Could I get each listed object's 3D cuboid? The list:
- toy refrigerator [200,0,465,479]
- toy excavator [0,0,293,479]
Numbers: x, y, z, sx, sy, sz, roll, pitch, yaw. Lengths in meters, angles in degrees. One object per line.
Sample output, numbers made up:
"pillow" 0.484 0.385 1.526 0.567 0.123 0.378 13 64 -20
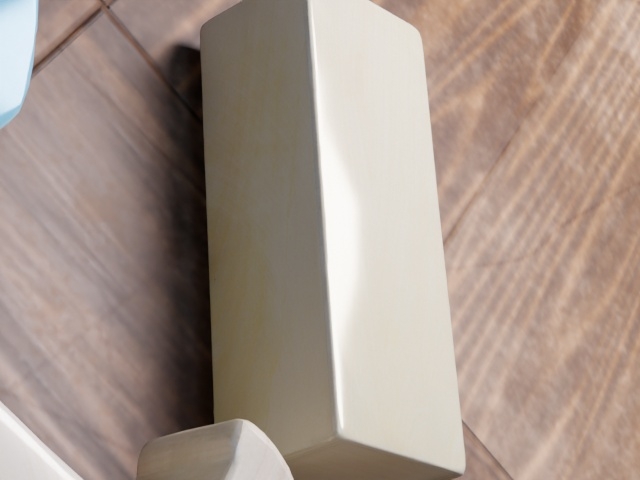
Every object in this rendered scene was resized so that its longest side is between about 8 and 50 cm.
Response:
"toy refrigerator" 0.000 0.000 0.883 0.102 0.094 0.269 22 55 -44
"toy excavator" -0.197 -0.049 0.650 0.433 0.222 0.445 16 68 -36
